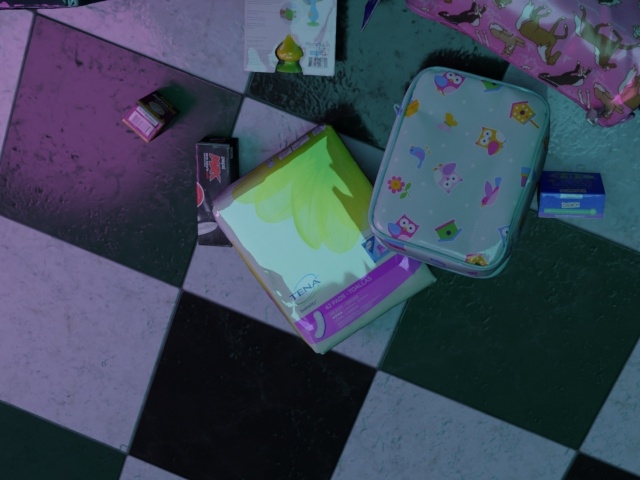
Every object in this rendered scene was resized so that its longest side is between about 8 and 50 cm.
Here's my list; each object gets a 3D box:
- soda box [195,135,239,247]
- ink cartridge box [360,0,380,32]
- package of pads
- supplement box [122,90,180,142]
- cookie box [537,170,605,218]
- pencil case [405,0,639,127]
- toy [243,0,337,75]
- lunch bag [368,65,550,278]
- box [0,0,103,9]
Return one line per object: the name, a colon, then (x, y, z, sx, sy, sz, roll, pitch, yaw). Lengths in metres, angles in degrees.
soda box: (-0.161, -0.076, 1.619, 0.060, 0.053, 0.169, 4, 110, 10)
ink cartridge box: (0.125, -0.463, 1.350, 0.069, 0.176, 0.371, 26, 113, -7)
package of pads: (0.000, 0.000, 1.565, 0.229, 0.101, 0.296, -34, 102, 5)
supplement box: (-0.259, -0.191, 1.580, 0.055, 0.083, 0.043, 41, 112, -5)
cookie box: (0.361, -0.067, 1.489, 0.092, 0.107, 0.040, 3, 110, 11)
pencil case: (0.295, -0.307, 1.390, 0.386, 0.167, 0.160, 32, 151, -1)
toy: (-0.039, -0.361, 1.487, 0.137, 0.056, 0.237, 5, 104, 10)
lunch bag: (0.193, -0.101, 1.455, 0.224, 0.108, 0.279, 17, 81, 16)
box: (-0.275, -0.540, 1.215, 0.297, 0.480, 0.471, 5, 111, 28)
